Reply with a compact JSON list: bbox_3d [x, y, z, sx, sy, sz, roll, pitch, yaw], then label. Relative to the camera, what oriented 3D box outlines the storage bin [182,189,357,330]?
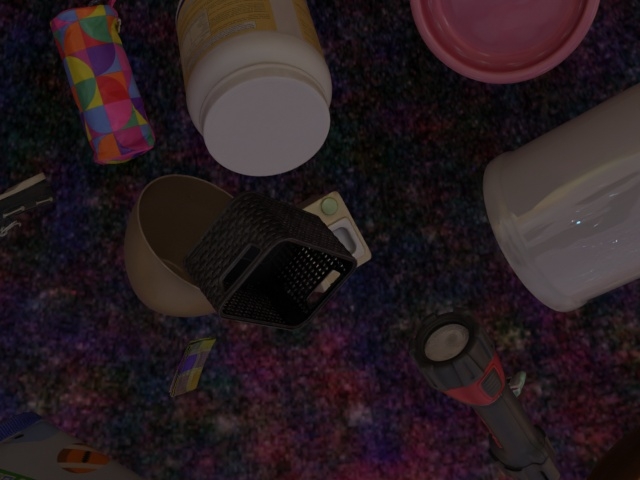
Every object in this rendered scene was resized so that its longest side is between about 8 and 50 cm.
[{"bbox_3d":[-0.056,0.027,1.028,0.122,0.084,0.180,-48,149,14],"label":"storage bin"}]

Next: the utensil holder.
[{"bbox_3d":[0.544,-0.090,1.584,0.385,0.328,0.327,-29,133,35],"label":"utensil holder"}]

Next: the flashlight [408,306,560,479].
[{"bbox_3d":[0.221,0.217,1.176,0.103,0.103,0.304,-18,131,21],"label":"flashlight"}]

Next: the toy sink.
[{"bbox_3d":[0.000,0.000,1.715,0.131,0.234,0.153,-31,96,-12],"label":"toy sink"}]

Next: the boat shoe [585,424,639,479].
[{"bbox_3d":[0.334,0.196,0.826,0.207,0.073,0.073,-44,100,-2],"label":"boat shoe"}]

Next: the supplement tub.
[{"bbox_3d":[-0.114,-0.294,1.494,0.240,0.331,0.241,-8,138,-7],"label":"supplement tub"}]

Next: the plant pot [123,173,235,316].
[{"bbox_3d":[-0.271,0.039,1.731,0.284,0.284,0.191,23,131,-28],"label":"plant pot"}]

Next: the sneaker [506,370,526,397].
[{"bbox_3d":[0.260,0.221,1.328,0.069,0.038,0.098,32,119,6],"label":"sneaker"}]

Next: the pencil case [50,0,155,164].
[{"bbox_3d":[-0.313,-0.230,1.287,0.104,0.104,0.237,-13,97,8],"label":"pencil case"}]

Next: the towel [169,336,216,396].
[{"bbox_3d":[-0.172,0.170,1.190,0.060,0.009,0.083,-1,116,-62],"label":"towel"}]

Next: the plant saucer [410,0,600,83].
[{"bbox_3d":[0.325,-0.447,1.559,0.331,0.084,0.332,5,106,19],"label":"plant saucer"}]

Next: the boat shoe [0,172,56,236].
[{"bbox_3d":[-0.659,-0.053,1.826,0.095,0.254,0.079,-16,108,43],"label":"boat shoe"}]

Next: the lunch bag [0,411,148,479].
[{"bbox_3d":[-0.232,0.311,0.518,0.327,0.385,0.239,12,110,36],"label":"lunch bag"}]
